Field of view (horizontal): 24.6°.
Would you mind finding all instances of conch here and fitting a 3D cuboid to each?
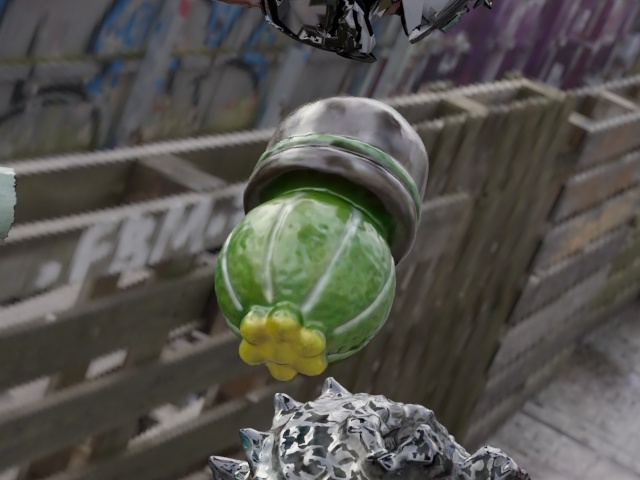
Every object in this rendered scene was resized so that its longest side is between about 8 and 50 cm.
[{"bbox_3d":[0.063,0.207,0.977,0.313,0.186,0.241,20,2,40],"label":"conch"}]

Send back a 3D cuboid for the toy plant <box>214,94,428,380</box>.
[{"bbox_3d":[0.000,0.000,0.751,0.093,0.093,0.162,23,47,-1],"label":"toy plant"}]

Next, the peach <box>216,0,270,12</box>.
[{"bbox_3d":[-0.057,-0.377,1.297,0.388,0.388,0.388,21,19,-8],"label":"peach"}]

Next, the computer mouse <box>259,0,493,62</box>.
[{"bbox_3d":[0.024,-0.176,0.615,0.077,0.146,0.241,37,42,-43],"label":"computer mouse"}]

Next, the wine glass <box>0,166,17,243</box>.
[{"bbox_3d":[-0.353,-0.043,1.215,0.195,0.079,0.079,9,23,-26],"label":"wine glass"}]
